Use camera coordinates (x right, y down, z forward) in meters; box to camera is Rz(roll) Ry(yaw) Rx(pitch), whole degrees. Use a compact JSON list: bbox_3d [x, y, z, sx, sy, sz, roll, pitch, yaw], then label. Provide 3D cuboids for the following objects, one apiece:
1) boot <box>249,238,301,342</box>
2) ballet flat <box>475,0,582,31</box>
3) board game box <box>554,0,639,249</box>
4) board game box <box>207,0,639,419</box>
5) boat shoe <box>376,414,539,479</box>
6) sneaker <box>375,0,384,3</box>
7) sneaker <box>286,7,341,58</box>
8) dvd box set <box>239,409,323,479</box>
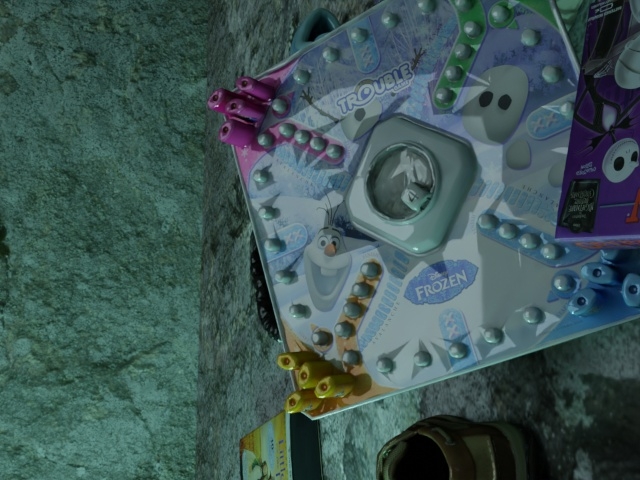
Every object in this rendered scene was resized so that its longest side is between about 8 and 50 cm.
[{"bbox_3d":[0.027,0.018,1.076,0.348,0.260,0.131,-127,43,-62],"label":"boot"},{"bbox_3d":[0.218,-0.288,0.815,0.106,0.107,0.316,2,90,53],"label":"ballet flat"},{"bbox_3d":[0.292,-0.101,0.516,0.347,0.056,0.208,174,104,-66],"label":"board game box"},{"bbox_3d":[0.079,-0.058,0.806,0.390,0.050,0.390,-24,73,29],"label":"board game box"},{"bbox_3d":[0.127,0.264,0.963,0.324,0.119,0.123,137,133,-64],"label":"boat shoe"},{"bbox_3d":[0.117,-0.325,1.109,0.095,0.104,0.237,176,95,-70],"label":"sneaker"},{"bbox_3d":[0.005,-0.272,1.387,0.366,0.135,0.150,-107,24,-43],"label":"sneaker"},{"bbox_3d":[-0.086,0.525,1.652,0.420,0.062,0.308,131,138,-62],"label":"dvd box set"}]
